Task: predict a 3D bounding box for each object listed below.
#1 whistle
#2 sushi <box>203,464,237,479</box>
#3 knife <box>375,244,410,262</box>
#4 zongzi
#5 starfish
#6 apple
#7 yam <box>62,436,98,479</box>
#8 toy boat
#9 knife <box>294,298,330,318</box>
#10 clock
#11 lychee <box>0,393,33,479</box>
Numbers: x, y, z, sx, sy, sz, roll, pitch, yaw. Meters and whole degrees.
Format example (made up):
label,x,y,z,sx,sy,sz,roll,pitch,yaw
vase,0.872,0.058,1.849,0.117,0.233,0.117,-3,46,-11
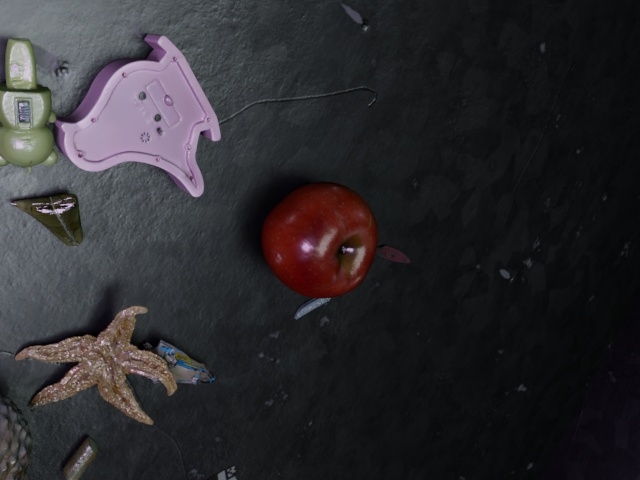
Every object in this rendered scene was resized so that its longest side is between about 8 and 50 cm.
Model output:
label,x,y,z,sx,sy,sz,roll,pitch,yaw
whistle,-0.495,-0.218,1.130,0.105,0.085,0.227,-4,114,-24
sushi,-0.295,0.786,1.684,0.296,0.100,0.373,-17,118,-32
knife,0.160,0.027,1.787,0.247,0.018,0.035,16,94,-43
zongzi,-0.495,-0.031,1.238,0.113,0.052,0.104,-9,120,-21
starfish,-0.443,0.258,1.369,0.302,0.060,0.299,-4,118,-16
apple,0.000,0.000,1.517,0.260,0.216,0.260,-15,116,-34
yam,-0.503,0.462,1.431,0.094,0.043,0.043,-52,130,-8
toy boat,-0.307,0.282,1.497,0.084,0.066,0.210,-40,137,15
knife,0.019,0.139,1.722,0.210,0.015,0.028,-28,129,-26
clock,-0.326,-0.192,1.279,0.275,0.080,0.290,-42,127,-16
lychee,-0.631,0.376,1.168,0.255,0.274,0.255,-9,137,-9
